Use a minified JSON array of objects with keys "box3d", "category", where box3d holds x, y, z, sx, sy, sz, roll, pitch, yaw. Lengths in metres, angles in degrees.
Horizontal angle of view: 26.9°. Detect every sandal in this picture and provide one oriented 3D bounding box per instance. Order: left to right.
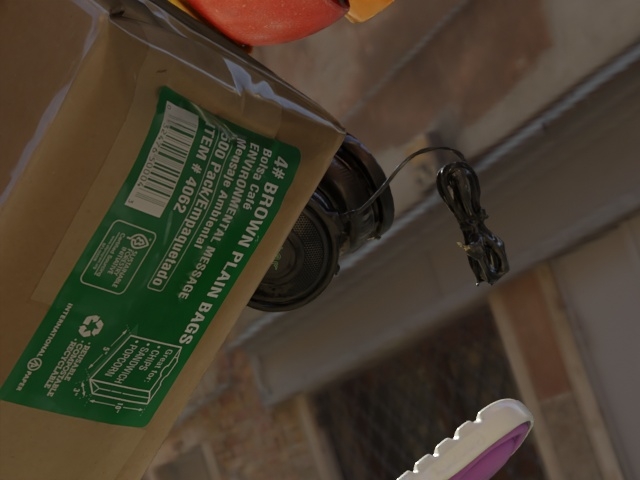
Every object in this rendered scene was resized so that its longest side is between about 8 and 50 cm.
[{"box3d":[0.097,0.345,1.483,0.416,0.102,0.169,-46,-25,-2],"category":"sandal"}]

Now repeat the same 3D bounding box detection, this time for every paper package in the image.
[{"box3d":[-0.199,-0.005,0.689,0.168,0.309,0.324,20,-76,-51],"category":"paper package"}]

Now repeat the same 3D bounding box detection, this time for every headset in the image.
[{"box3d":[0.000,0.000,1.392,0.394,0.185,0.243,-17,16,37],"category":"headset"}]

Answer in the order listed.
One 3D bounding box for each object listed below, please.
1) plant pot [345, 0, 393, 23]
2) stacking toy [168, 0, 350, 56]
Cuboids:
[{"box3d":[0.043,-0.410,1.673,0.205,0.188,0.205,-44,19,19],"category":"plant pot"},{"box3d":[-0.119,-0.264,1.240,0.480,0.350,0.350,-39,-15,12],"category":"stacking toy"}]
